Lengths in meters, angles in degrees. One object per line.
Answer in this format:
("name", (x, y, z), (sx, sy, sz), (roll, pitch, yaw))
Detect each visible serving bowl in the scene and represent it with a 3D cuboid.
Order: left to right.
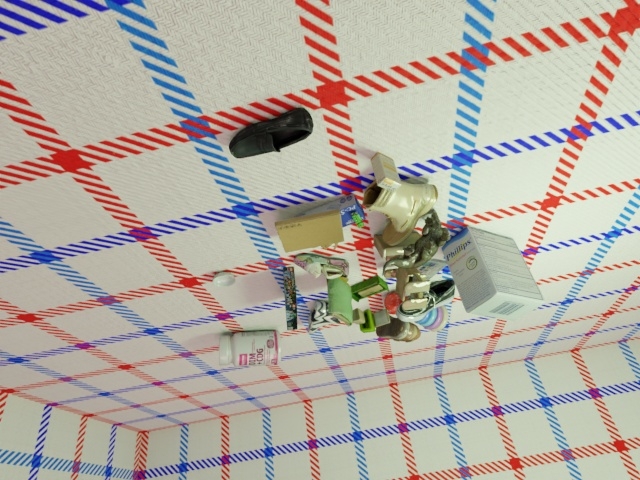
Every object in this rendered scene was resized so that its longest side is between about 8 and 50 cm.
("serving bowl", (-0.359, 0.141, 1.585), (0.084, 0.027, 0.083), (-6, 146, -4))

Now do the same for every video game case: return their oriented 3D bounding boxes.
("video game case", (0.421, 0.124, 1.753), (0.143, 0.019, 0.157), (9, 143, -24))

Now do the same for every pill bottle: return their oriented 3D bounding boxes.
("pill bottle", (-0.335, 0.514, 2.016), (0.283, 0.160, 0.160), (0, 145, -13))

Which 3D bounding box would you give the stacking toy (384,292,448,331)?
("stacking toy", (0.429, 0.318, 1.946), (0.331, 0.141, 0.141), (21, 136, -31))

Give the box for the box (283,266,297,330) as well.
("box", (-0.117, 0.230, 1.655), (0.044, 0.159, 0.233), (-3, 146, -5))

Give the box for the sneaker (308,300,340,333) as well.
("sneaker", (0.031, 0.359, 1.934), (0.153, 0.094, 0.234), (8, 133, -10))

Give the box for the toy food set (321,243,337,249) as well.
("toy food set", (0.000, 0.000, 1.476), (0.122, 0.019, 0.078), (8, 143, -11))

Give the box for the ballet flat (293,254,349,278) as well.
("ballet flat", (0.011, 0.102, 1.571), (0.222, 0.079, 0.077), (9, 142, -25))

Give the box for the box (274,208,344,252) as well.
("box", (-0.030, -0.026, 1.341), (0.201, 0.021, 0.164), (-11, 148, 1))

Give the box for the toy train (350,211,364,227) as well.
("toy train", (0.117, -0.065, 1.327), (0.024, 0.017, 0.083), (-27, 145, 7))

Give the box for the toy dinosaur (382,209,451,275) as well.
("toy dinosaur", (0.324, 0.028, 1.351), (0.313, 0.121, 0.160), (-50, 157, -15))

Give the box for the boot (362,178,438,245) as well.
("boot", (0.212, -0.090, 1.323), (0.204, 0.095, 0.262), (8, 140, -25))

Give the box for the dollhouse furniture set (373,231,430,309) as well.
("dollhouse furniture set", (0.276, 0.101, 1.527), (0.161, 0.212, 0.241), (-5, 119, -10))

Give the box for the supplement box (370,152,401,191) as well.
("supplement box", (0.179, -0.188, 1.171), (0.062, 0.098, 0.036), (18, 137, -33))

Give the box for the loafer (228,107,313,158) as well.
("loafer", (-0.122, -0.248, 1.029), (0.223, 0.078, 0.076), (-19, 144, 14))

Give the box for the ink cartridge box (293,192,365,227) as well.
("ink cartridge box", (0.029, -0.072, 1.350), (0.207, 0.046, 0.097), (-20, 146, 15))

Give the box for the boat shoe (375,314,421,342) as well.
("boat shoe", (0.354, 0.416, 1.971), (0.117, 0.123, 0.324), (23, 173, -12))

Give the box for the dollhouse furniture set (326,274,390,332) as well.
("dollhouse furniture set", (0.157, 0.227, 1.681), (0.151, 0.197, 0.301), (-24, 144, 22))

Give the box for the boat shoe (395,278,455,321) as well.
("boat shoe", (0.456, 0.248, 1.817), (0.307, 0.113, 0.104), (-16, 131, -20))

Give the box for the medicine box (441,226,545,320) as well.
("medicine box", (0.625, 0.122, 1.556), (0.264, 0.289, 0.149), (12, 138, -28))
